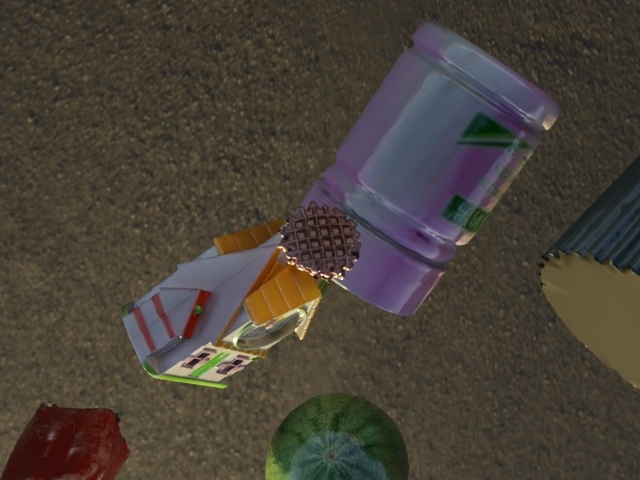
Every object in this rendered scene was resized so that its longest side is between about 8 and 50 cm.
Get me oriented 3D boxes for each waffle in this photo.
[{"bbox_3d":[0.000,0.000,0.904,0.083,0.075,0.029,28,156,4],"label":"waffle"}]

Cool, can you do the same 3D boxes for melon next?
[{"bbox_3d":[0.020,0.291,1.158,0.182,0.182,0.288,10,157,-1],"label":"melon"}]

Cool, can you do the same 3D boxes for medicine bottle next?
[{"bbox_3d":[0.128,-0.090,1.160,0.212,0.212,0.325,31,102,-15],"label":"medicine bottle"}]

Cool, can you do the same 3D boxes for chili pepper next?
[{"bbox_3d":[-0.339,0.308,1.182,0.144,0.253,0.136,35,103,-10],"label":"chili pepper"}]

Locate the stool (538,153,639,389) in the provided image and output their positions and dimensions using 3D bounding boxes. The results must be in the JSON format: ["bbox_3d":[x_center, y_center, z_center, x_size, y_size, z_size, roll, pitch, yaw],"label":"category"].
[{"bbox_3d":[0.435,-0.010,0.920,0.297,0.297,0.330,46,77,-23],"label":"stool"}]

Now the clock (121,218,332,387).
[{"bbox_3d":[-0.122,0.099,1.473,0.309,0.166,0.235,-36,154,15],"label":"clock"}]
